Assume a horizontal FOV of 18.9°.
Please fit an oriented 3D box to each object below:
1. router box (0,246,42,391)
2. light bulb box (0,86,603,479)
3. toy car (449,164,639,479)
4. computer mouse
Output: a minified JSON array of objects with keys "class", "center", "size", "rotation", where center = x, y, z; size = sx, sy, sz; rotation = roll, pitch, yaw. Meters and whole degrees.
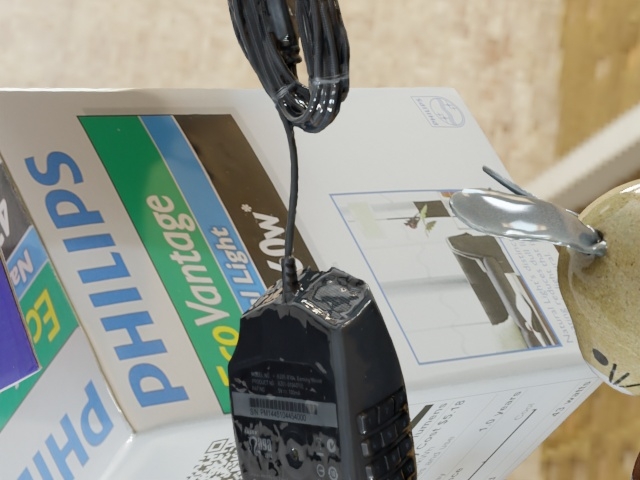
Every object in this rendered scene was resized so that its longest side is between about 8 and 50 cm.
[{"class":"router box","center":[-0.346,0.091,0.856],"size":[0.301,0.335,0.082],"rotation":[-10,-78,42]},{"class":"light bulb box","center":[-0.085,0.103,1.153],"size":[0.358,0.361,0.225],"rotation":[-52,-124,37]},{"class":"toy car","center":[0.127,0.037,0.711],"size":[0.149,0.188,0.155],"rotation":[-55,176,12]},{"class":"computer mouse","center":[0.000,0.000,0.657],"size":[0.071,0.041,0.242],"rotation":[5,-79,53]}]
